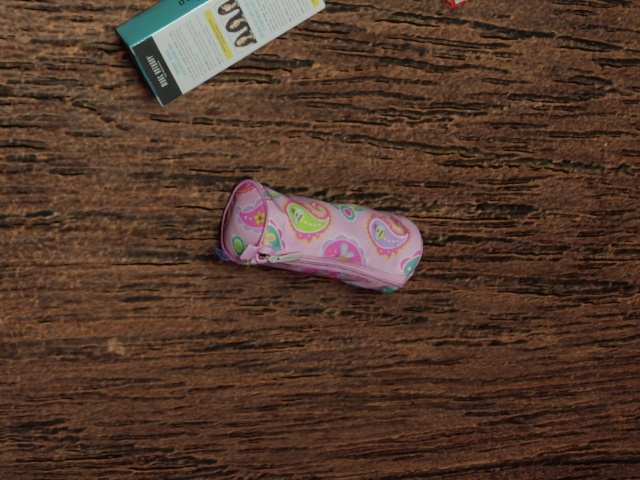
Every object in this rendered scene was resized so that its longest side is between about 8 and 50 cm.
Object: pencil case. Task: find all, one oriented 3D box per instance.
[{"bbox_3d":[0.000,0.000,2.270,0.284,0.124,0.124,11,114,-35],"label":"pencil case"}]

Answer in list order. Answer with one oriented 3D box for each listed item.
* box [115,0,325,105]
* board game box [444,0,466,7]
[{"bbox_3d":[-0.122,-0.276,2.059,0.244,0.060,0.100,-32,130,-7],"label":"box"},{"bbox_3d":[0.232,-0.412,2.172,0.193,0.045,0.147,-27,130,-10],"label":"board game box"}]
